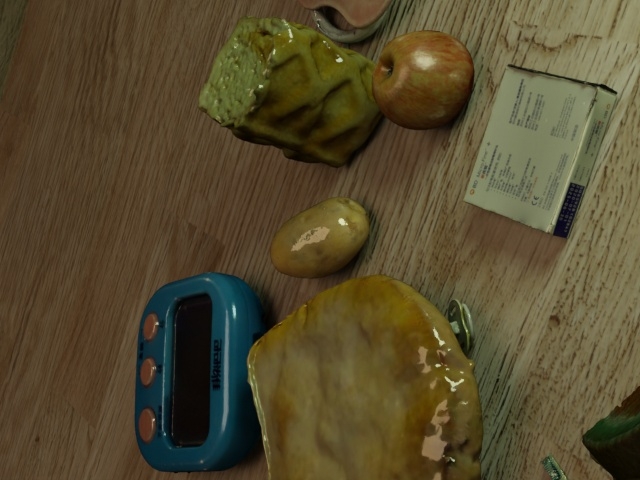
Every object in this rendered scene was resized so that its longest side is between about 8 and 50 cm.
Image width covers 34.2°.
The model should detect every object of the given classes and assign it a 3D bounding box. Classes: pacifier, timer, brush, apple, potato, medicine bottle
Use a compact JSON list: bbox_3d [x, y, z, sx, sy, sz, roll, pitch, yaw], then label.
[{"bbox_3d":[0.178,0.120,1.420,0.068,0.064,0.083,107,155,-63],"label":"pacifier"},{"bbox_3d":[-0.212,0.235,1.826,0.309,0.115,0.340,-16,69,49],"label":"timer"},{"bbox_3d":[0.297,0.299,1.276,0.016,0.013,0.084,-53,47,25],"label":"brush"},{"bbox_3d":[0.009,-0.469,1.660,0.332,0.273,0.220,34,91,48],"label":"pacifier"},{"bbox_3d":[0.143,-0.231,1.499,0.146,0.131,0.146,-17,69,53],"label":"apple"},{"bbox_3d":[0.000,0.000,1.635,0.178,0.118,0.109,-30,93,27],"label":"potato"},{"bbox_3d":[0.282,-0.121,1.367,0.171,0.052,0.201,25,101,50],"label":"medicine bottle"}]

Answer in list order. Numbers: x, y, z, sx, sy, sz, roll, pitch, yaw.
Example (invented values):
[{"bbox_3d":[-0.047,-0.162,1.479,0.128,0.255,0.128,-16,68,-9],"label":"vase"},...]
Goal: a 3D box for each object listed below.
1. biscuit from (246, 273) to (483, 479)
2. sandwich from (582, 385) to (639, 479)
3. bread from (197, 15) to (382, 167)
[{"bbox_3d":[0.059,0.260,1.453,0.446,0.104,0.429,-42,52,40],"label":"biscuit"},{"bbox_3d":[0.371,0.182,1.051,0.109,0.292,0.212,39,96,7],"label":"sandwich"},{"bbox_3d":[-0.045,-0.231,1.632,0.238,0.252,0.196,14,91,54],"label":"bread"}]
